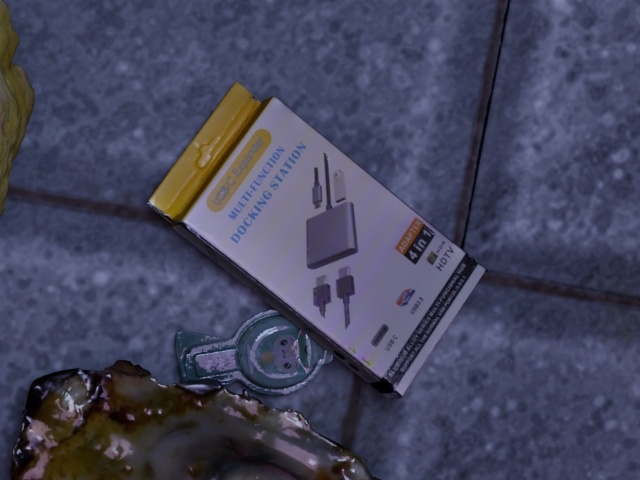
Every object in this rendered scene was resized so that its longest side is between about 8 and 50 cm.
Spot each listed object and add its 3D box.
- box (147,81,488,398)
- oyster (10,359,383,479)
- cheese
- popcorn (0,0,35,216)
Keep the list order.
[{"bbox_3d":[0.000,0.000,1.414,0.247,0.033,0.129,38,74,-13],"label":"box"},{"bbox_3d":[-0.058,0.204,1.396,0.361,0.096,0.221,4,93,-12],"label":"oyster"},{"bbox_3d":[-0.049,0.089,1.424,0.120,0.026,0.067,-10,96,-11],"label":"cheese"},{"bbox_3d":[-0.299,-0.070,1.276,0.191,0.190,0.253,23,85,-20],"label":"popcorn"}]
